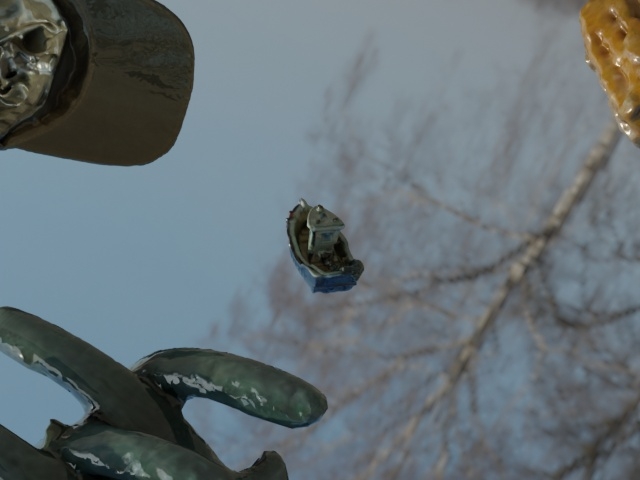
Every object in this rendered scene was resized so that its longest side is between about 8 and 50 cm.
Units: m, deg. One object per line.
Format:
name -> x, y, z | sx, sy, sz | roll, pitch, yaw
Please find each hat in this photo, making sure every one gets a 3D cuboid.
hat -> -0.278, -0.179, 1.874 | 0.245, 0.214, 0.149 | 19, 172, -30

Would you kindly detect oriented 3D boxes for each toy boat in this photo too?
toy boat -> 0.000, 0.000, 0.959 | 0.038, 0.038, 0.083 | 18, -158, -28

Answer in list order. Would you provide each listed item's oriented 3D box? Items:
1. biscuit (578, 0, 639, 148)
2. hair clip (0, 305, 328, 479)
biscuit -> 0.296, -0.055, 0.964 | 0.379, 0.054, 0.094 | 16, -141, -36
hair clip -> -0.140, 0.202, 0.743 | 0.392, 0.238, 0.318 | 22, -137, 32
